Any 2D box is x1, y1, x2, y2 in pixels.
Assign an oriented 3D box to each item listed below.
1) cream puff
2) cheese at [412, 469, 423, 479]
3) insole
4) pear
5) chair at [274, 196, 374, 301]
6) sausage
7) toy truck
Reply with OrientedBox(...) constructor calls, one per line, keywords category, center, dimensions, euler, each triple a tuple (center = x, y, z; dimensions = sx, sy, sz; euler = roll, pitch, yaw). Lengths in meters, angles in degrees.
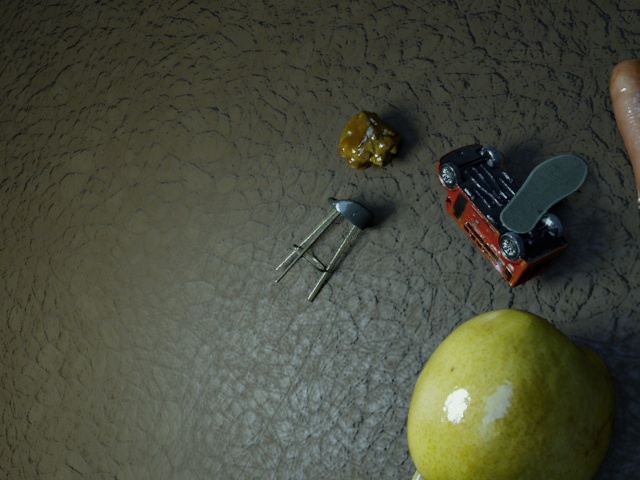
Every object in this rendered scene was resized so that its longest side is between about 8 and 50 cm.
OrientedBox(category="cream puff", center=(0.097, -0.190, 1.563), dimensions=(0.122, 0.094, 0.116), euler=(-10, 66, 47))
OrientedBox(category="cheese", center=(0.176, 0.427, 1.381), dimensions=(0.162, 0.036, 0.086), euler=(-36, 63, 12))
OrientedBox(category="insole", center=(0.377, -0.084, 1.364), dimensions=(0.080, 0.003, 0.232), euler=(39, 57, 19))
OrientedBox(category="pear", center=(0.289, 0.262, 1.228), dimensions=(0.314, 0.314, 0.315), euler=(-7, 73, 24))
OrientedBox(category="chair", center=(0.001, 0.001, 1.556), dimensions=(0.221, 0.104, 0.095), euler=(-47, 45, 10))
OrientedBox(category="sausage", center=(0.559, -0.108, 1.315), dimensions=(0.094, 0.094, 0.419), euler=(-34, 60, 47))
OrientedBox(category="toy truck", center=(0.300, -0.048, 1.400), dimensions=(0.107, 0.114, 0.253), euler=(-23, 61, -25))
